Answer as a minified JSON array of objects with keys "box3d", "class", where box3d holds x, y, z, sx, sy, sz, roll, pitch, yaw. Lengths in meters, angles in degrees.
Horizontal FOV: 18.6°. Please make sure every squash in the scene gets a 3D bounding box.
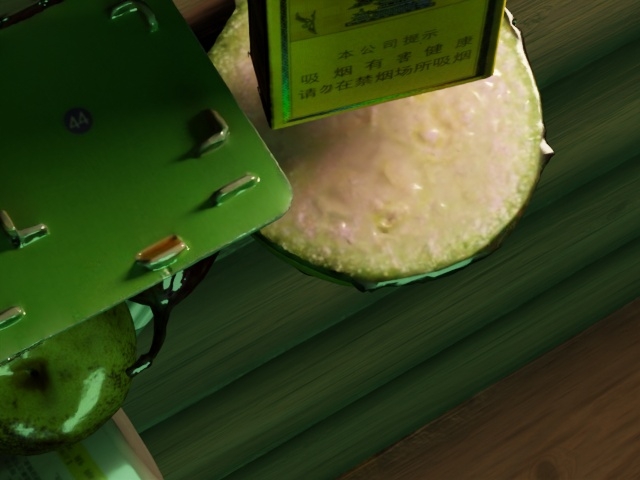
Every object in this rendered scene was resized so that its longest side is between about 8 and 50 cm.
[{"box3d":[0.021,-0.079,1.788,0.310,0.310,0.309,-30,175,-16],"class":"squash"}]

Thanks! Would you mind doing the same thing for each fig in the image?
[{"box3d":[-0.148,-0.008,1.760,0.148,0.202,0.149,-14,139,-35],"class":"fig"}]

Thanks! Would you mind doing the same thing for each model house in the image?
[{"box3d":[-0.243,0.008,1.552,0.357,0.242,0.313,-30,166,-22],"class":"model house"}]

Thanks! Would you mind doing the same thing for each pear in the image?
[{"box3d":[-0.271,0.101,1.839,0.197,0.197,0.197,-32,163,-11],"class":"pear"}]

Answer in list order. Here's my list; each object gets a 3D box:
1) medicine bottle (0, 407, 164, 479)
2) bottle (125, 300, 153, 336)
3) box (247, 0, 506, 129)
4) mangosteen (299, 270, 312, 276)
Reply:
[{"box3d":[-0.360,0.288,2.138,0.339,0.208,0.208,-34,164,-3],"class":"medicine bottle"},{"box3d":[-0.188,0.025,1.985,0.096,0.079,0.254,18,137,-21],"class":"bottle"},{"box3d":[0.042,-0.205,1.473,0.193,0.084,0.301,-15,157,-7],"class":"box"},{"box3d":[-0.001,0.003,2.296,0.081,0.081,0.081,-32,163,-11],"class":"mangosteen"}]
